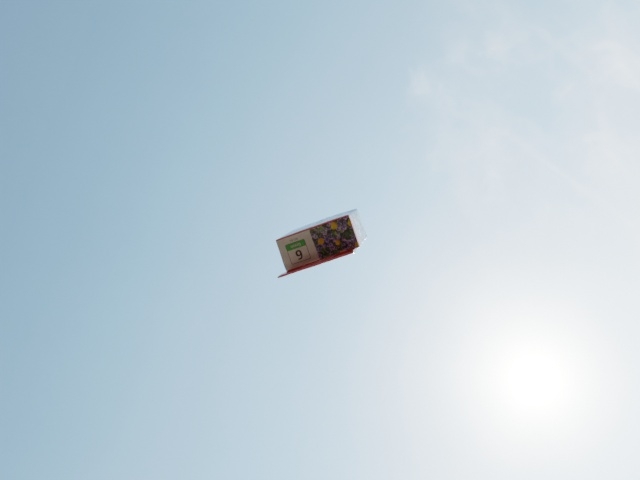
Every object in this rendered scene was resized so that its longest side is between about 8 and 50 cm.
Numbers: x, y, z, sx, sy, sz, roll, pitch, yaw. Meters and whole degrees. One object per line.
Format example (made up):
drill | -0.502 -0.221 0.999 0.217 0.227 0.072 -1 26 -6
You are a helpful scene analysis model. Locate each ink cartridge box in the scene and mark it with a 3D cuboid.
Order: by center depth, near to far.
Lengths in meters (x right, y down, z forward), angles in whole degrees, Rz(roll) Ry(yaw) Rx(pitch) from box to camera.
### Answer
ink cartridge box | 0.000 0.000 0.545 0.062 0.115 0.029 -19 -87 10
